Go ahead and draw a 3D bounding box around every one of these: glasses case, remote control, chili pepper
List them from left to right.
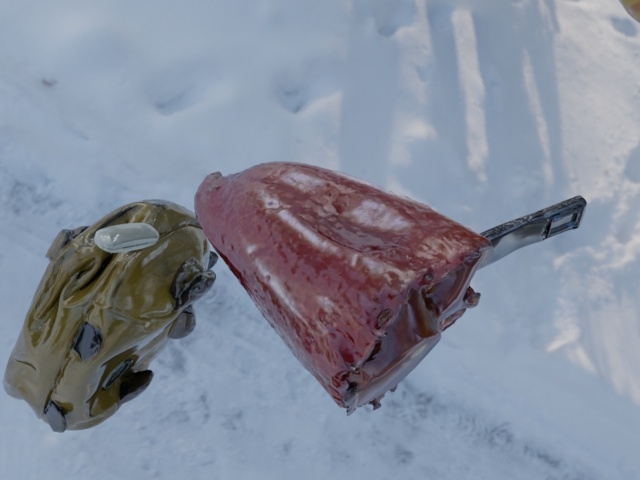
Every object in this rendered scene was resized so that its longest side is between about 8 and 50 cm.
[{"bbox_3d":[-0.223,-0.004,0.825,0.032,0.021,0.083,42,28,21],"label":"glasses case"},{"bbox_3d":[0.000,0.000,0.542,0.252,0.144,0.136,41,16,35],"label":"chili pepper"},{"bbox_3d":[0.285,-0.010,0.995,0.212,0.059,0.028,-21,49,-21],"label":"remote control"}]

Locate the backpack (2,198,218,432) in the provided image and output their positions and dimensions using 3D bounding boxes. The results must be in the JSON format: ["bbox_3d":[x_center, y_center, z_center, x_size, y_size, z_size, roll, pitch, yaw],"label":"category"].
[{"bbox_3d":[-0.283,0.091,1.051,0.201,0.354,0.378,35,34,0],"label":"backpack"}]

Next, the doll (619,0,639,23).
[{"bbox_3d":[0.469,-0.376,0.910,0.269,0.162,0.167,32,44,-70],"label":"doll"}]
